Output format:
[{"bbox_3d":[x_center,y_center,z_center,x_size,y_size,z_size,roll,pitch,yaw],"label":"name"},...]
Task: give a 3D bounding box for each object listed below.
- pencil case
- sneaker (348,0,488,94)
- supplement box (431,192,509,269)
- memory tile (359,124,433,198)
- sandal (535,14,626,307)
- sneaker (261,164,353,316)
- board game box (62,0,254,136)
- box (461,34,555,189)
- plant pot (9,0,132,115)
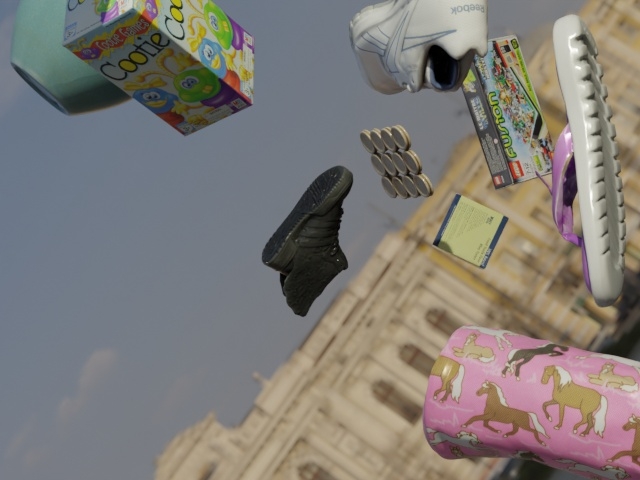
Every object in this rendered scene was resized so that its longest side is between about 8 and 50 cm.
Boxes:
[{"bbox_3d":[0.305,0.192,1.460,0.167,0.386,0.160,-24,-63,-54],"label":"pencil case"},{"bbox_3d":[0.107,-0.214,1.541,0.297,0.111,0.129,133,131,-72],"label":"sneaker"},{"bbox_3d":[0.215,-0.012,1.981,0.056,0.083,0.083,38,-103,-86],"label":"supplement box"},{"bbox_3d":[0.107,-0.109,1.945,0.012,0.113,0.148,-30,12,-18],"label":"memory tile"},{"bbox_3d":[0.355,-0.106,1.925,0.169,0.102,0.416,24,-120,-60],"label":"sandal"},{"bbox_3d":[0.001,0.001,1.529,0.170,0.089,0.051,-50,29,14],"label":"sneaker"},{"bbox_3d":[-0.239,-0.301,2.085,0.144,0.275,0.142,-22,52,29],"label":"board game box"},{"bbox_3d":[0.263,-0.182,1.953,0.114,0.207,0.036,-18,-2,-42],"label":"box"},{"bbox_3d":[-0.413,-0.328,2.352,0.195,0.290,0.290,-49,-12,-9],"label":"plant pot"}]
